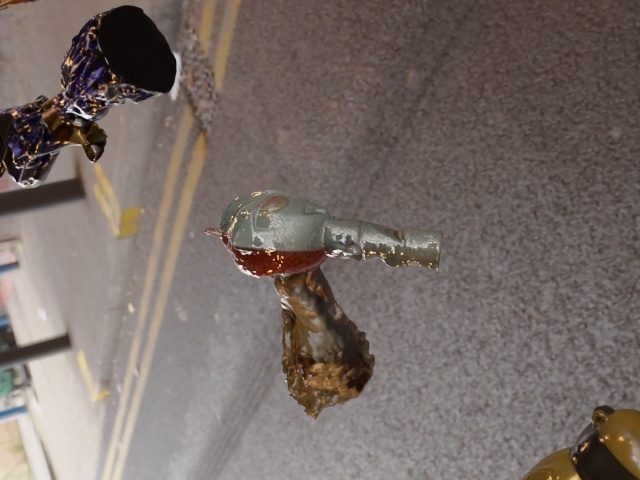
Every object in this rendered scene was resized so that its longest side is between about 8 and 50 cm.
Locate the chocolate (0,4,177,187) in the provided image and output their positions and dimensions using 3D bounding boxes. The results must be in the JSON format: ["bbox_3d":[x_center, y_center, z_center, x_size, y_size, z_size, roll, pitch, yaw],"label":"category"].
[{"bbox_3d":[-0.335,-0.158,1.164,0.343,0.126,0.148,-30,92,32],"label":"chocolate"}]

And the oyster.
[{"bbox_3d":[0.001,0.156,1.640,0.133,0.198,0.337,-9,112,41],"label":"oyster"}]

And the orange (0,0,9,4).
[{"bbox_3d":[-0.372,-0.331,0.893,0.193,0.219,0.219,-51,56,52],"label":"orange"}]

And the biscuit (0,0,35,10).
[{"bbox_3d":[-0.433,-0.402,1.352,0.094,0.379,0.054,59,149,20],"label":"biscuit"}]

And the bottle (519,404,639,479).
[{"bbox_3d":[0.349,0.378,1.240,0.351,0.171,0.171,-52,49,21],"label":"bottle"}]

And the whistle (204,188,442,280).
[{"bbox_3d":[0.000,0.001,1.303,0.142,0.346,0.133,58,-141,-78],"label":"whistle"}]
